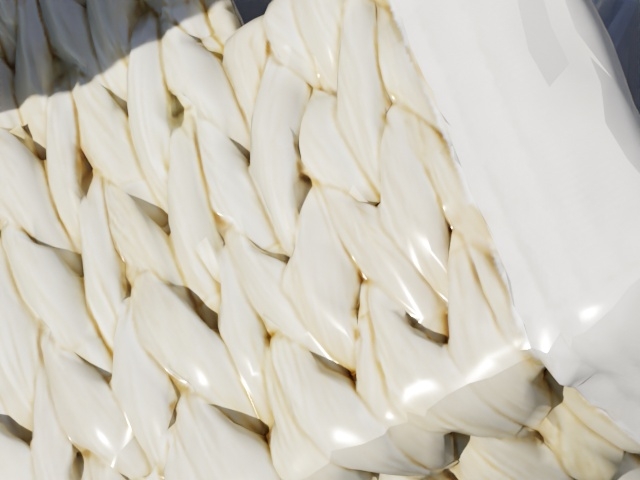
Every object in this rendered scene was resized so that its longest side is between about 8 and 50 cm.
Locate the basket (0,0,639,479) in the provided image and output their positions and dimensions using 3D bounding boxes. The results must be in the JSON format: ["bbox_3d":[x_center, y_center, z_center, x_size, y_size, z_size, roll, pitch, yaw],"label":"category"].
[{"bbox_3d":[0.000,0.000,0.565,0.266,0.331,0.328,-32,55,18],"label":"basket"}]
